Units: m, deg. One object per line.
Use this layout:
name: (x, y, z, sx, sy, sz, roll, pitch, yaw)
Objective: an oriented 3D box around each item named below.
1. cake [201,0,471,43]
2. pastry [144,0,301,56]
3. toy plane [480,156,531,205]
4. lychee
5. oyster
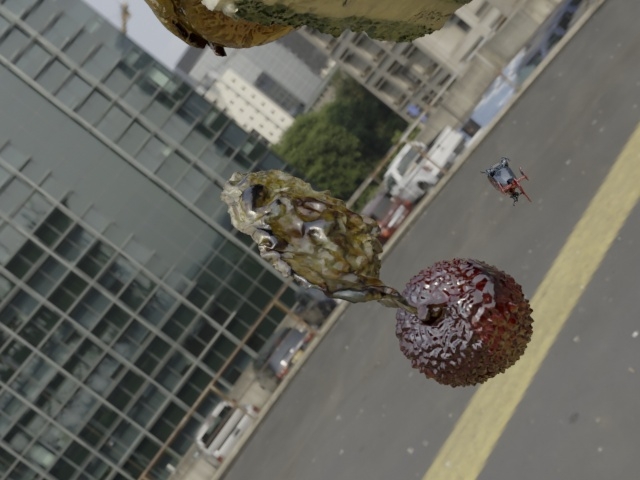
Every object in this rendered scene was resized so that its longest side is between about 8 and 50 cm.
cake: (0.035, -0.228, 0.651, 0.158, 0.283, 0.172, -28, 44, 38)
pastry: (-0.098, -0.419, 1.085, 0.356, 0.356, 0.164, -49, 50, 30)
toy plane: (0.249, -0.077, 1.048, 0.037, 0.060, 0.145, -33, 5, 6)
lychee: (0.137, 0.077, 0.736, 0.123, 0.129, 0.123, -47, 28, 35)
oyster: (-0.006, -0.004, 0.539, 0.177, 0.105, 0.056, 40, 113, 49)
